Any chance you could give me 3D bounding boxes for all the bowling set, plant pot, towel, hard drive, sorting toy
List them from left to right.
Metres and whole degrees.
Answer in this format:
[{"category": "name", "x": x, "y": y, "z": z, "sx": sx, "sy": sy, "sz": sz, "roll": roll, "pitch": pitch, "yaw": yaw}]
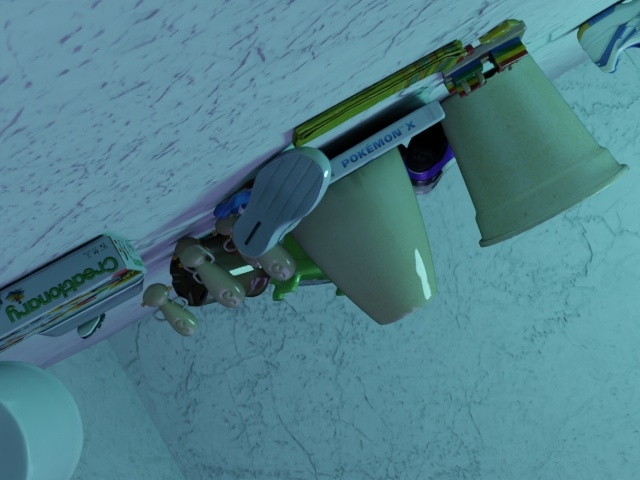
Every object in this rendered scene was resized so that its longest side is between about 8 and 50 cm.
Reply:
[{"category": "hard drive", "x": -0.433, "y": 0.118, "z": 1.409, "sx": 0.203, "sy": 0.040, "sz": 0.307, "roll": -29, "pitch": 180, "yaw": -16}, {"category": "bowling set", "x": -0.199, "y": 0.023, "z": 1.372, "sx": 0.287, "sy": 0.154, "sz": 0.200, "roll": -32, "pitch": -146, "yaw": 10}, {"category": "plant pot", "x": -0.220, "y": 0.062, "z": 1.587, "sx": 0.165, "sy": 0.167, "sz": 0.167, "roll": -18, "pitch": 171, "yaw": -46}, {"category": "plant pot", "x": 0.095, "y": 0.008, "z": 1.379, "sx": 0.256, "sy": 0.274, "sz": 0.256, "roll": -29, "pitch": -175, "yaw": 3}, {"category": "towel", "x": 0.072, "y": -0.181, "z": 0.955, "sx": 0.237, "sy": 0.021, "sz": 0.102, "roll": -29, "pitch": 178, "yaw": -4}, {"category": "sorting toy", "x": 0.251, "y": -0.265, "z": 1.117, "sx": 0.132, "sy": 0.046, "sz": 0.274, "roll": -30, "pitch": 179, "yaw": 12}, {"category": "plant pot", "x": 0.404, "y": -0.197, "z": 1.541, "sx": 0.333, "sy": 0.306, "sz": 0.334, "roll": -30, "pitch": 179, "yaw": 0}]

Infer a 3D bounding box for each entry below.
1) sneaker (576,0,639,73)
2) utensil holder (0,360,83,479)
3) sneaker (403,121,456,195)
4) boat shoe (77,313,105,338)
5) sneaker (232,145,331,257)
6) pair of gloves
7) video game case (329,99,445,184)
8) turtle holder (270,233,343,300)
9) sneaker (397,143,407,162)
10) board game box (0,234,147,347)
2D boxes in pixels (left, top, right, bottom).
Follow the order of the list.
[{"category": "sneaker", "x": 0.686, "y": -0.456, "z": 1.523, "sx": 0.296, "sy": 0.131, "sz": 0.112, "roll": -31, "pitch": 177, "yaw": 23}, {"category": "utensil holder", "x": -0.653, "y": 0.401, "z": 1.406, "sx": 0.327, "sy": 0.328, "sz": 0.385, "roll": -29, "pitch": 178, "yaw": -8}, {"category": "sneaker", "x": 0.271, "y": -0.236, "z": 1.734, "sx": 0.293, "sy": 0.102, "sz": 0.146, "roll": -57, "pitch": 159, "yaw": -46}, {"category": "boat shoe", "x": -0.484, "y": 0.176, "z": 1.581, "sx": 0.046, "sy": 0.038, "sz": 0.125, "roll": -17, "pitch": -154, "yaw": 0}, {"category": "sneaker", "x": -0.053, "y": -0.070, "z": 1.100, "sx": 0.091, "sy": 0.094, "sz": 0.258, "roll": -50, "pitch": -175, "yaw": -39}, {"category": "pair of gloves", "x": -0.081, "y": -0.092, "z": 1.224, "sx": 0.198, "sy": 0.023, "sz": 0.159, "roll": -28, "pitch": 179, "yaw": -30}, {"category": "video game case", "x": 0.080, "y": -0.160, "z": 1.345, "sx": 0.299, "sy": 0.036, "sz": 0.329, "roll": -29, "pitch": -176, "yaw": 10}, {"category": "turtle holder", "x": -0.018, "y": 0.003, "z": 1.654, "sx": 0.243, "sy": 0.228, "sz": 0.320, "roll": -6, "pitch": 169, "yaw": 6}, {"category": "sneaker", "x": 0.140, "y": -0.141, "z": 1.867, "sx": 0.116, "sy": 0.136, "sz": 0.314, "roll": -29, "pitch": 179, "yaw": -32}, {"category": "board game box", "x": -0.381, "y": 0.092, "z": 0.963, "sx": 0.305, "sy": 0.053, "sz": 0.193, "roll": -29, "pitch": 180, "yaw": -6}]
